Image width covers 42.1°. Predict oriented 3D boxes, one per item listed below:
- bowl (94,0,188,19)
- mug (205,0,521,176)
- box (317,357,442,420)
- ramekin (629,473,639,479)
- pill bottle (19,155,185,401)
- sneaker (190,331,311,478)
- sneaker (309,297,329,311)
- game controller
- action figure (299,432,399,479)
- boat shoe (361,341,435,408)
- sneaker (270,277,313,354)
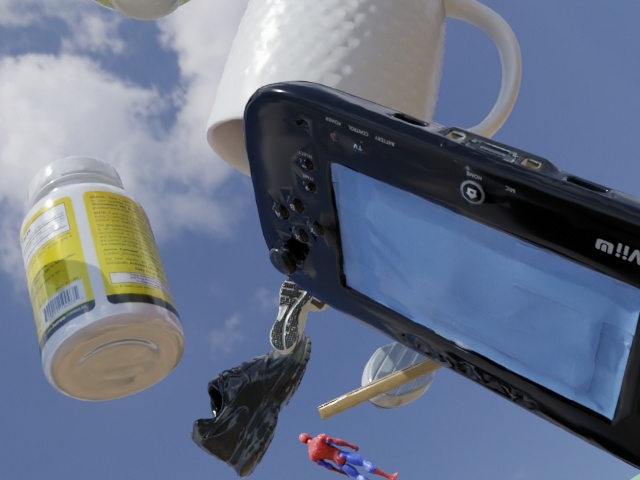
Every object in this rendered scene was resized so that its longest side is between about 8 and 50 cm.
[{"bbox_3d":[-0.281,-0.446,1.316,0.290,0.156,0.289,-11,-24,-5],"label":"bowl"},{"bbox_3d":[0.074,-0.235,1.089,0.276,0.374,0.328,79,-154,-74],"label":"mug"},{"bbox_3d":[0.106,0.195,1.170,0.201,0.021,0.164,-26,-10,11],"label":"box"},{"bbox_3d":[0.317,0.314,0.651,0.303,0.148,0.303,-7,-67,-17],"label":"ramekin"},{"bbox_3d":[-0.319,0.042,1.180,0.188,0.334,0.188,-16,-37,-12],"label":"pill bottle"},{"bbox_3d":[-0.104,0.230,1.316,0.286,0.130,0.109,-58,-9,-49],"label":"sneaker"},{"bbox_3d":[0.000,0.000,1.384,0.235,0.094,0.153,-50,-34,-61],"label":"sneaker"},{"bbox_3d":[0.087,0.018,0.446,0.067,0.319,0.166,-49,-33,-25],"label":"game controller"},{"bbox_3d":[0.028,0.243,0.915,0.038,0.115,0.030,-66,-11,11],"label":"action figure"},{"bbox_3d":[0.151,0.232,1.475,0.302,0.109,0.094,-31,-33,-59],"label":"boat shoe"},{"bbox_3d":[-0.033,0.086,0.997,0.043,0.040,0.109,83,-154,-64],"label":"sneaker"}]
